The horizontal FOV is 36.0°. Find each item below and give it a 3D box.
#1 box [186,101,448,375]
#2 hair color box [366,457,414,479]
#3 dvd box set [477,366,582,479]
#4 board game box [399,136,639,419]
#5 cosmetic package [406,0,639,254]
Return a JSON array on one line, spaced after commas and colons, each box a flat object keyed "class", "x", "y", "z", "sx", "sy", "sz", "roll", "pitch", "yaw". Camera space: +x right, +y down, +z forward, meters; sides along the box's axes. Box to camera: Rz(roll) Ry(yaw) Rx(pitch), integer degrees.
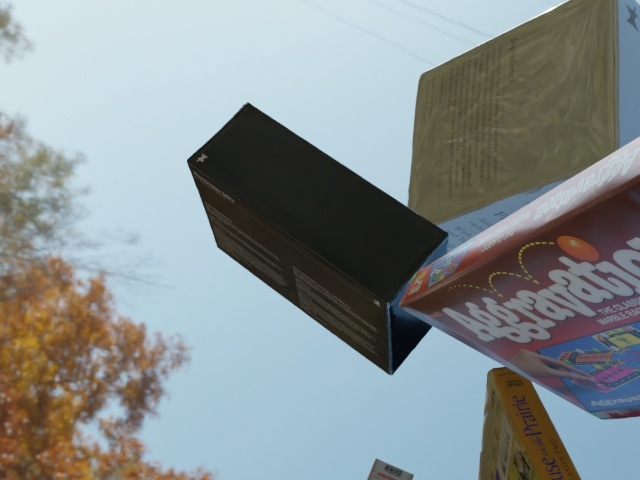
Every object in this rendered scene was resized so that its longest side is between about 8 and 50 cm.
[{"class": "box", "x": 0.000, "y": 0.000, "z": 1.030, "sx": 0.261, "sy": 0.184, "sz": 0.103, "roll": 35, "pitch": -108, "yaw": 21}, {"class": "hair color box", "x": 0.096, "y": 0.432, "z": 1.603, "sx": 0.141, "sy": 0.072, "sz": 0.043, "roll": -59, "pitch": 169, "yaw": -45}, {"class": "dvd box set", "x": 0.310, "y": 0.421, "z": 1.342, "sx": 0.420, "sy": 0.062, "sz": 0.308, "roll": -108, "pitch": -168, "yaw": -54}, {"class": "board game box", "x": 0.143, "y": 0.033, "z": 0.454, "sx": 0.027, "sy": 0.145, "sz": 0.281, "roll": -61, "pitch": -175, "yaw": -18}, {"class": "cosmetic package", "x": 0.392, "y": -0.136, "z": 1.582, "sx": 0.393, "sy": 0.329, "sz": 0.327, "roll": -21, "pitch": -129, "yaw": 44}]
